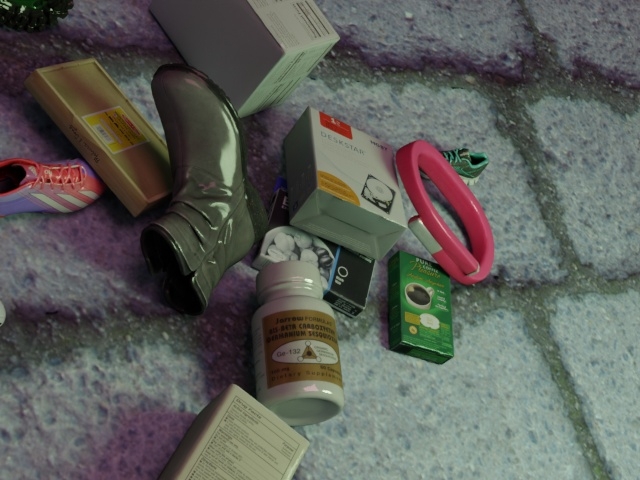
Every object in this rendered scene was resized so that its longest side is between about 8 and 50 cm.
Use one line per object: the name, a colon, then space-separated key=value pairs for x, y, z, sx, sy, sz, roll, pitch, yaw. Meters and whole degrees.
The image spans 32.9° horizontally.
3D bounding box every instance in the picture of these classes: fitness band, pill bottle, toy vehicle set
fitness band: x=0.226 y=-0.051 z=1.943 sx=0.291 sy=0.054 sz=0.209 roll=48 pitch=33 yaw=-28
pill bottle: x=-0.039 y=0.153 z=1.643 sx=0.131 sy=0.131 sz=0.229 roll=11 pitch=56 yaw=-29
toy vehicle set: x=-0.321 y=-0.165 z=1.683 sx=0.267 sy=0.035 sz=0.166 roll=50 pitch=25 yaw=3

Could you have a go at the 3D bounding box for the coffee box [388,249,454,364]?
coffee box: x=0.173 y=0.115 z=1.874 sx=0.113 sy=0.040 sz=0.184 roll=18 pitch=53 yaw=-25

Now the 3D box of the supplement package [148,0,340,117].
supplement package: x=-0.136 y=-0.377 z=1.871 sx=0.145 sy=0.204 sz=0.262 roll=-26 pitch=78 yaw=-44

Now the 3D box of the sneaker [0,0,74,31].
sneaker: x=-0.562 y=-0.419 z=1.678 sx=0.343 sy=0.134 sz=0.146 roll=1 pitch=54 yaw=-44

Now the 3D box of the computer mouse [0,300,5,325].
computer mouse: x=-0.499 y=0.104 z=1.420 sx=0.193 sy=0.042 sz=0.106 roll=-23 pitch=75 yaw=-41

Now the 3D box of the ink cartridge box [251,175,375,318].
ink cartridge box: x=0.000 y=0.000 z=1.830 sx=0.206 sy=0.045 sz=0.208 roll=28 pitch=48 yaw=-17

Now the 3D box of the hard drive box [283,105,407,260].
hard drive box: x=0.038 y=-0.098 z=1.847 sx=0.181 sy=0.089 sz=0.232 roll=22 pitch=35 yaw=-24

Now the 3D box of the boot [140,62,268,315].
boot: x=-0.195 y=-0.073 z=1.605 sx=0.223 sy=0.118 sz=0.338 roll=-53 pitch=128 yaw=-45

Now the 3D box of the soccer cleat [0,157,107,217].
soccer cleat: x=-0.405 y=-0.085 z=1.571 sx=0.248 sy=0.095 sz=0.083 roll=-13 pitch=70 yaw=-39

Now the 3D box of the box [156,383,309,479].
box: x=-0.154 y=0.360 z=1.436 sx=0.148 sy=0.121 sz=0.311 roll=40 pitch=47 yaw=-7

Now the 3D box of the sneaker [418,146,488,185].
sneaker: x=0.252 y=-0.155 z=2.080 sx=0.166 sy=0.076 sz=0.065 roll=3 pitch=59 yaw=-33
